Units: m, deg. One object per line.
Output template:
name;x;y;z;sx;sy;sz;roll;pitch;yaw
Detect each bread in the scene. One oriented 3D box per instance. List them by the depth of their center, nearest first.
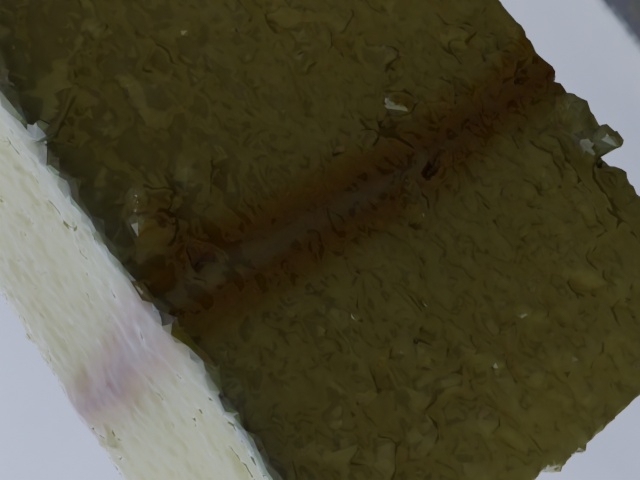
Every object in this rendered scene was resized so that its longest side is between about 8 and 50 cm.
bread;0.000;0.000;0.677;0.236;0.198;0.263;-34;-92;-28
